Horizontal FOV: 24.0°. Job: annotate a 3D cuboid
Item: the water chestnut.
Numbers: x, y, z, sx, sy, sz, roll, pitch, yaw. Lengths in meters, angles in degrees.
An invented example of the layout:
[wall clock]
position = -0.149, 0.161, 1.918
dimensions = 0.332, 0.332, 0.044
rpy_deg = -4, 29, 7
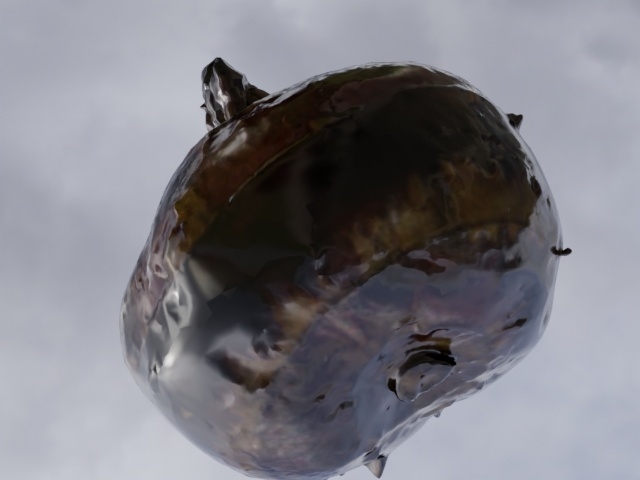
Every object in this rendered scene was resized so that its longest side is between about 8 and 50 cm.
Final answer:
[water chestnut]
position = 0.000, 0.000, 0.979
dimensions = 0.300, 0.300, 0.300
rpy_deg = 7, -148, -4
